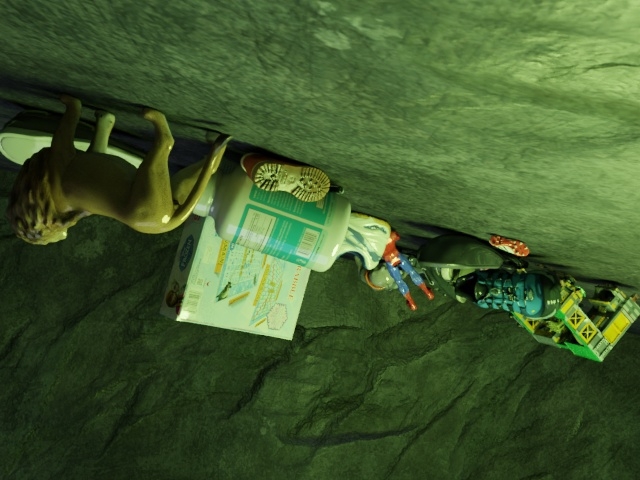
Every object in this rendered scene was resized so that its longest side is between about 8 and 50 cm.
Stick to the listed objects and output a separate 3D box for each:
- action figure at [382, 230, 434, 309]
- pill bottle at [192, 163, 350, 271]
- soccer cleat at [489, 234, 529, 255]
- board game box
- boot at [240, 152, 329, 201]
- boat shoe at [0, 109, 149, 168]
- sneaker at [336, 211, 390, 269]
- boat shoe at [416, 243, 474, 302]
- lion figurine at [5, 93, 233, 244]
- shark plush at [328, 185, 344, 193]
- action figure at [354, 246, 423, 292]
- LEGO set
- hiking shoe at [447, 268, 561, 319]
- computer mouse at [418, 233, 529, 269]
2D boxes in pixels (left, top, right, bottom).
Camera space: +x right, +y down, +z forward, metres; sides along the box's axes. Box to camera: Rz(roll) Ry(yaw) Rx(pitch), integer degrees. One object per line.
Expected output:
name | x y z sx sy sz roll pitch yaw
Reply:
action figure | 0.180 0.038 1.789 0.280 0.091 0.139 54 -176 -33
pill bottle | -0.089 -0.049 1.255 0.264 0.146 0.146 20 175 -10
soccer cleat | 0.377 0.009 1.406 0.083 0.029 0.035 18 -175 -1
board game box | -0.142 0.025 1.424 0.066 0.319 0.318 13 175 43
boot | -0.059 -0.112 1.182 0.158 0.059 0.084 13 -165 -37
boat shoe | -0.449 -0.179 1.333 0.305 0.091 0.109 13 139 -3
sneaker | 0.010 -0.017 1.621 0.296 0.131 0.112 16 178 0
boat shoe | 0.329 0.082 1.859 0.113 0.127 0.340 14 174 25
lion figurine | -0.324 -0.086 1.096 0.392 0.240 0.142 12 175 28
shark plush | -0.021 -0.101 1.358 0.067 0.073 0.161 -8 172 -45
action figure | 0.242 0.105 2.197 0.341 0.178 0.330 16 -174 15
LEGO set | 0.607 0.139 1.711 0.255 0.192 0.331 45 169 -5
hiking shoe | 0.421 0.125 1.597 0.132 0.113 0.304 -5 -179 -19
computer mouse | 0.321 0.023 1.556 0.272 0.072 0.188 1 -176 -45
